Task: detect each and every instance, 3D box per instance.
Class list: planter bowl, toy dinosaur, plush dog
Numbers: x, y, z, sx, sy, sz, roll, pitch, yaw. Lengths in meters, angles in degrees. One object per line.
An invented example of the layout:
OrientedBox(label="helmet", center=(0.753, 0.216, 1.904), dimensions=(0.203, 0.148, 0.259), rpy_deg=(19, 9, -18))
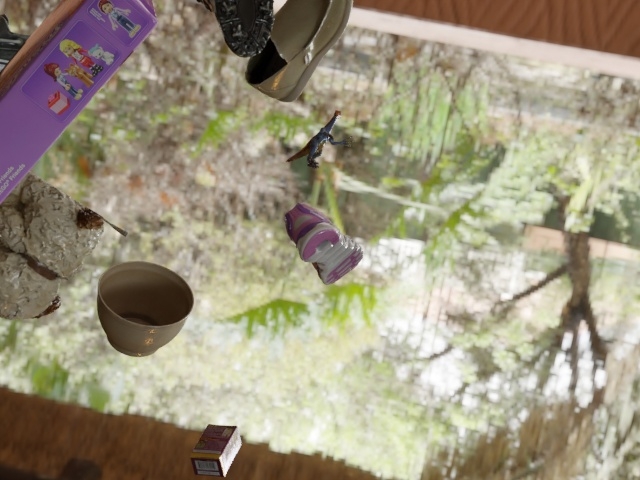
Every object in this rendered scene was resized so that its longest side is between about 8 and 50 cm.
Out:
OrientedBox(label="planter bowl", center=(-0.305, 0.127, 1.689), dimensions=(0.162, 0.109, 0.162), rpy_deg=(14, -144, -11))
OrientedBox(label="toy dinosaur", center=(-0.001, -0.143, 1.374), dimensions=(0.090, 0.082, 0.047), rpy_deg=(12, 170, 16))
OrientedBox(label="plush dog", center=(-0.463, 0.027, 1.624), dimensions=(0.210, 0.225, 0.262), rpy_deg=(27, 172, 42))

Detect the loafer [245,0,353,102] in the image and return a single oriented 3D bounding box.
OrientedBox(label="loafer", center=(-0.036, -0.320, 1.535), dimensions=(0.092, 0.269, 0.102), rpy_deg=(-8, -130, -39))

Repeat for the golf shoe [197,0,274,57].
OrientedBox(label="golf shoe", center=(-0.112, -0.304, 1.235), dimensions=(0.077, 0.198, 0.094), rpy_deg=(-4, 162, -25))

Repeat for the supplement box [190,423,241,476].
OrientedBox(label="supplement box", center=(-0.170, 0.341, 1.622), dimensions=(0.054, 0.043, 0.083), rpy_deg=(0, -152, 20))

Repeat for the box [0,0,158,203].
OrientedBox(label="box", center=(-0.263, -0.119, 0.884), dimensions=(0.057, 0.293, 0.201), rpy_deg=(40, -170, -23))

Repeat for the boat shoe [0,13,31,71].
OrientedBox(label="boat shoe", center=(-0.550, -0.328, 1.708), dimensions=(0.335, 0.119, 0.121), rpy_deg=(9, -177, -20))

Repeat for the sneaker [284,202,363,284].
OrientedBox(label="sneaker", center=(0.000, 0.000, 1.772), dimensions=(0.104, 0.095, 0.236), rpy_deg=(49, 180, 27))
